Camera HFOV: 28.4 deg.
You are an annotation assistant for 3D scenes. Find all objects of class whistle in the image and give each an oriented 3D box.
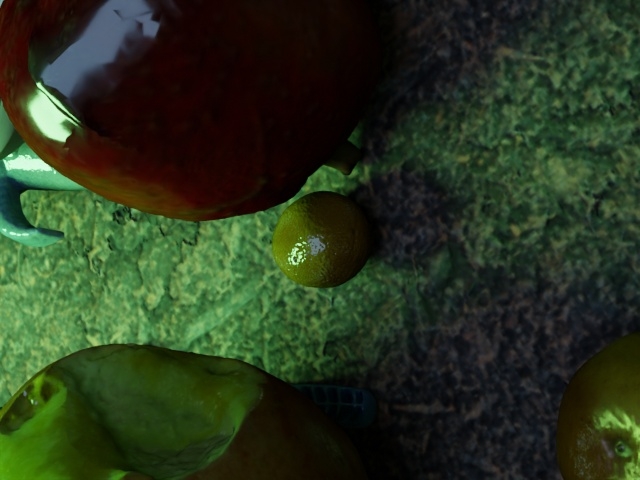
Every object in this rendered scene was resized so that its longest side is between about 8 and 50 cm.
[{"bbox_3d":[-0.273,-0.084,1.137,0.269,0.093,0.180,2,77,28],"label":"whistle"}]

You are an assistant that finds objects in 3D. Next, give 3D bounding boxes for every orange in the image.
[{"bbox_3d":[0.239,0.138,0.865,0.154,0.134,0.155,-6,82,50],"label":"orange"},{"bbox_3d":[0.000,0.000,1.005,0.085,0.085,0.085,3,97,28],"label":"orange"}]

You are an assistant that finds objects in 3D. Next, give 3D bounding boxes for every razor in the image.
[{"bbox_3d":[-0.070,0.138,1.078,0.253,0.042,0.082,-3,74,27],"label":"razor"}]

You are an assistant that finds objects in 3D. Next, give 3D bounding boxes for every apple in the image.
[{"bbox_3d":[-0.114,0.255,0.935,0.339,0.339,0.340,3,97,28],"label":"apple"}]

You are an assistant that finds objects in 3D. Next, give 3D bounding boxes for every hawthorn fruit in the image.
[{"bbox_3d":[-0.083,-0.140,0.946,0.265,0.307,0.265,-43,31,35],"label":"hawthorn fruit"}]

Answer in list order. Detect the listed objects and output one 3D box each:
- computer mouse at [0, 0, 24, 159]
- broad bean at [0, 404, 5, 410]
[{"bbox_3d":[-0.274,-0.206,1.066,0.184,0.121,0.297,38,89,24],"label":"computer mouse"},{"bbox_3d":[-0.251,0.243,1.183,0.195,0.046,0.061,45,102,12],"label":"broad bean"}]
